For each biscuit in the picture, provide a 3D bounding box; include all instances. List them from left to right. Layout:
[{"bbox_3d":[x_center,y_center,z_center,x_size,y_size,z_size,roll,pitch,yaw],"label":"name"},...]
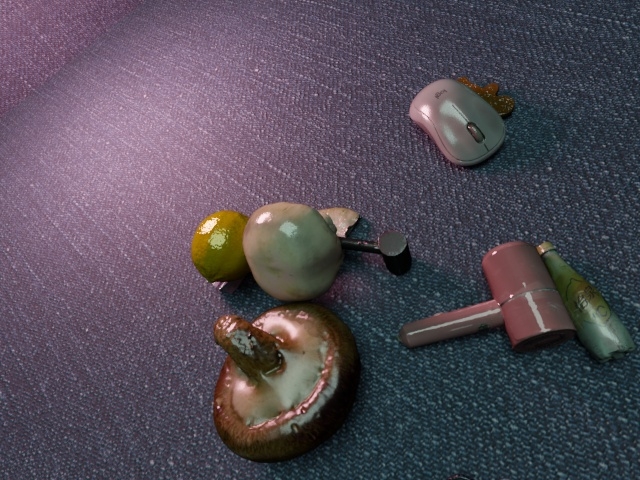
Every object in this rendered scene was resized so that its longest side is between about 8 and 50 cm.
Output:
[{"bbox_3d":[0.000,0.000,1.132,0.265,0.040,0.188,-36,55,-5],"label":"biscuit"},{"bbox_3d":[0.474,-0.413,1.215,0.204,0.031,0.138,29,78,31],"label":"biscuit"}]

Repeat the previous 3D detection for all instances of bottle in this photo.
[{"bbox_3d":[0.540,0.116,0.857,0.083,0.083,0.270,-19,55,7],"label":"bottle"}]

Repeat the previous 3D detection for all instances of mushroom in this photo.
[{"bbox_3d":[-0.071,0.297,0.895,0.344,0.239,0.346,-5,78,24],"label":"mushroom"},{"bbox_3d":[-0.053,0.010,0.972,0.254,0.260,0.234,46,48,-5],"label":"mushroom"}]

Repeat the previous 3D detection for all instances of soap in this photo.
[{"bbox_3d":[-0.260,0.076,1.164,0.100,0.056,0.149,22,70,25],"label":"soap"}]

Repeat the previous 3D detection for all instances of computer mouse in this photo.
[{"bbox_3d":[0.377,-0.349,1.143,0.184,0.121,0.297,-32,59,6],"label":"computer mouse"}]

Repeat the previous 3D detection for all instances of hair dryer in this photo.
[{"bbox_3d":[0.106,0.024,1.042,0.247,0.114,0.071,6,62,25],"label":"hair dryer"},{"bbox_3d":[0.330,0.150,0.897,0.352,0.125,0.211,-19,56,16],"label":"hair dryer"}]

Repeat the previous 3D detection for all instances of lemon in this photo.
[{"bbox_3d":[-0.243,0.020,1.057,0.178,0.178,0.203,9,64,23],"label":"lemon"}]

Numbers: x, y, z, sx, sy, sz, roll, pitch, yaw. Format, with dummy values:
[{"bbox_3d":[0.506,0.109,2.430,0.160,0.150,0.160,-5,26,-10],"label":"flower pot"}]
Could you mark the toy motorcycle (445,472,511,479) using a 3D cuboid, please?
[{"bbox_3d":[0.332,0.497,0.705,0.254,0.092,0.136,-2,70,28],"label":"toy motorcycle"}]
